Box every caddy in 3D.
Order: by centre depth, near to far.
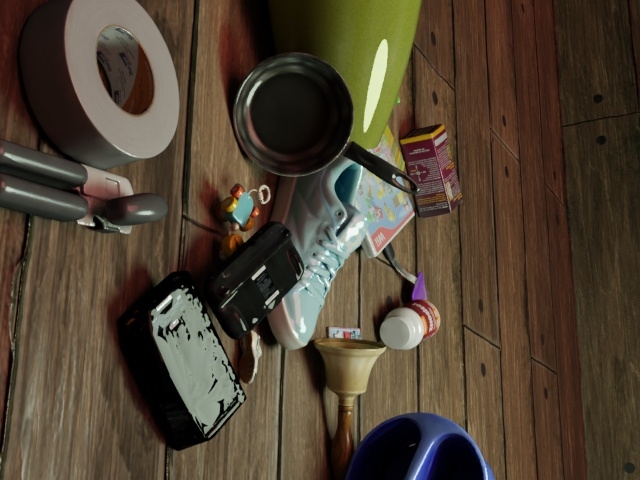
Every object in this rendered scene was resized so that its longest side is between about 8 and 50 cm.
[{"bbox_3d":[0.150,0.458,1.621,0.179,0.241,0.341,45,63,-60],"label":"caddy"}]

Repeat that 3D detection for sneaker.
[{"bbox_3d":[-0.102,0.176,1.476,0.037,0.032,0.083,32,55,-56],"label":"sneaker"},{"bbox_3d":[0.000,0.000,1.600,0.135,0.150,0.366,42,46,-50],"label":"sneaker"}]

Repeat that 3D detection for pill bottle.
[{"bbox_3d":[0.177,0.171,1.964,0.152,0.086,0.086,-16,97,-63],"label":"pill bottle"}]

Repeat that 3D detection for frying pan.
[{"bbox_3d":[0.018,-0.194,1.590,0.053,0.326,0.197,-143,-118,-74],"label":"frying pan"}]

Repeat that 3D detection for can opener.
[{"bbox_3d":[-0.277,-0.062,1.134,0.283,0.095,0.076,19,65,-68],"label":"can opener"}]

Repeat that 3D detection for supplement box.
[{"bbox_3d":[0.252,-0.158,2.217,0.104,0.081,0.188,-40,117,-60],"label":"supplement box"}]

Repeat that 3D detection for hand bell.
[{"bbox_3d":[0.044,0.295,1.676,0.126,0.126,0.242,-2,95,-63],"label":"hand bell"}]

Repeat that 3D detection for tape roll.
[{"bbox_3d":[-0.268,-0.201,1.215,0.219,0.072,0.219,33,51,-55],"label":"tape roll"}]

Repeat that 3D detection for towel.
[{"bbox_3d":[0.122,-0.226,2.056,0.237,0.021,0.102,61,27,-32],"label":"towel"}]

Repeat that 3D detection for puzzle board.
[{"bbox_3d":[0.048,0.207,1.784,0.128,0.011,0.096,12,71,-61],"label":"puzzle board"}]

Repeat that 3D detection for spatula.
[{"bbox_3d":[0.165,0.051,2.034,0.296,0.030,0.084,57,41,-34],"label":"spatula"}]

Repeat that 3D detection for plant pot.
[{"bbox_3d":[0.036,-0.309,1.692,0.275,0.275,0.293,-21,116,-63],"label":"plant pot"}]

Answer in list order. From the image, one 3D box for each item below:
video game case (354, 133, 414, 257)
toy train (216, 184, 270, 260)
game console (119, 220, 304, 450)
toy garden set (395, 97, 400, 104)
[{"bbox_3d":[0.092,-0.135,1.919,0.204,0.025,0.285,-44,117,-52],"label":"video game case"},{"bbox_3d":[-0.114,-0.001,1.487,0.125,0.046,0.166,0,85,-57],"label":"toy train"},{"bbox_3d":[-0.127,0.109,1.377,0.361,0.044,0.213,-45,123,-45],"label":"game console"},{"bbox_3d":[0.104,-0.396,1.920,0.204,0.049,0.244,-140,-145,-72],"label":"toy garden set"}]
